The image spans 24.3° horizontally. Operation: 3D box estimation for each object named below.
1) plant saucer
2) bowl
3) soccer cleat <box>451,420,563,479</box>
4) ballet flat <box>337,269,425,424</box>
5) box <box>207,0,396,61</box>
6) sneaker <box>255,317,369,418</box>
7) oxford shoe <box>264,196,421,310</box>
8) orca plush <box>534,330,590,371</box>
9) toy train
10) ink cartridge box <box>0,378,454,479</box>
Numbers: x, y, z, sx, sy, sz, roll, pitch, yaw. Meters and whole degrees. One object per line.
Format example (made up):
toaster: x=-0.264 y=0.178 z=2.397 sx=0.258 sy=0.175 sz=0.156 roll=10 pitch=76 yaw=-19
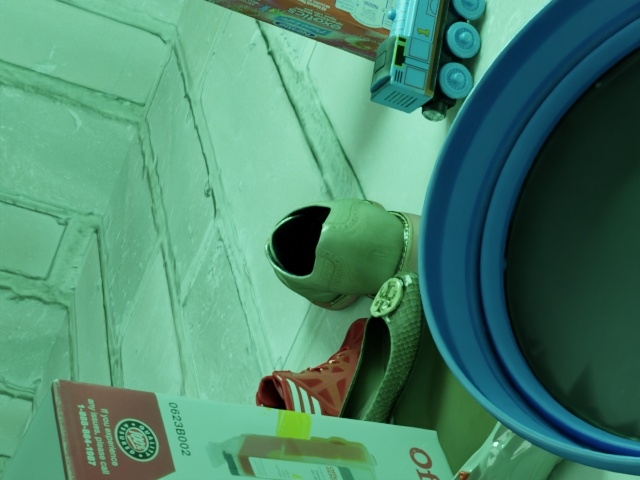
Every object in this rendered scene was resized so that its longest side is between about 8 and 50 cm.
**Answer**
plant saucer: x=0.147 y=0.110 z=1.413 sx=0.278 sy=0.041 sz=0.278 roll=-163 pitch=90 yaw=-72
bowl: x=0.245 y=-0.031 z=0.948 sx=0.391 sy=0.077 sz=0.391 roll=-22 pitch=51 yaw=30
soccer cleat: x=0.176 y=0.170 z=1.249 sx=0.196 sy=0.076 sz=0.068 roll=-50 pitch=60 yaw=21
ballet flat: x=0.048 y=0.148 z=1.506 sx=0.084 sy=0.058 sz=0.250 roll=-172 pitch=99 yaw=-71
box: x=-0.005 y=-0.333 z=1.883 sx=0.122 sy=0.257 sz=0.128 roll=-12 pitch=63 yaw=67
sneaker: x=0.005 y=0.143 z=1.617 sx=0.087 sy=0.128 sz=0.221 roll=-56 pitch=15 yaw=32
oxford shoe: x=0.000 y=0.000 z=1.756 sx=0.397 sy=0.146 sz=0.140 roll=171 pitch=114 yaw=-70
orca plush: x=0.258 y=0.005 z=1.079 sx=0.287 sy=0.102 sz=0.151 roll=-56 pitch=5 yaw=-36
toy train: x=0.120 y=-0.226 z=1.673 sx=0.080 sy=0.105 sz=0.184 roll=152 pitch=131 yaw=-64
ink cartridge box: x=-0.051 y=0.285 z=1.231 sx=0.160 sy=0.385 sz=0.279 roll=-58 pitch=35 yaw=32
